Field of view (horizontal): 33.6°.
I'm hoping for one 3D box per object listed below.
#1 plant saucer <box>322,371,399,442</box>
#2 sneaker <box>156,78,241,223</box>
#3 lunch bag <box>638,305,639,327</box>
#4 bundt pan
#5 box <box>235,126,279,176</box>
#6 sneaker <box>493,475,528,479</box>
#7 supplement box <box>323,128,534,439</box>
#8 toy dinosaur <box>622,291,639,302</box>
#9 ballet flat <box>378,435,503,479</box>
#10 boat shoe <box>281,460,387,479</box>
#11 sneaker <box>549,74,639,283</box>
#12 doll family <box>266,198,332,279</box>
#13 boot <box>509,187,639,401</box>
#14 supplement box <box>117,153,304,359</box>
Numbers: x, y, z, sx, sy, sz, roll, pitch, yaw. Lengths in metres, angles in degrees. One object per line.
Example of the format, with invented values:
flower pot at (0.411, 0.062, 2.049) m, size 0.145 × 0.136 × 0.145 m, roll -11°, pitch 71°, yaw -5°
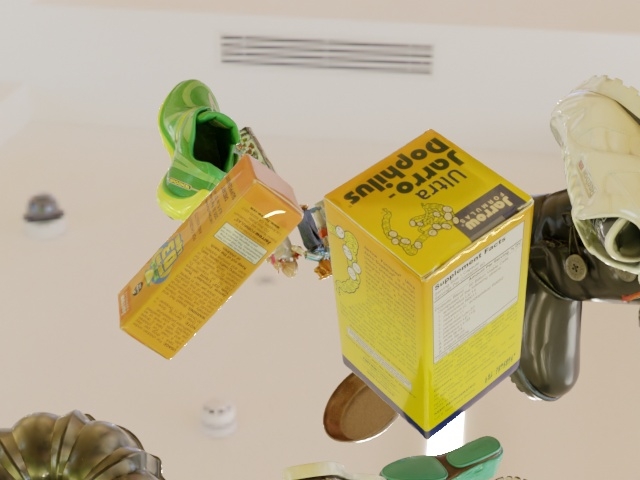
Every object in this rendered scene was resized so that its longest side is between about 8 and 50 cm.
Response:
plant saucer at (0.094, 0.314, 2.030) m, size 0.199 × 0.036 × 0.198 m, roll -30°, pitch -151°, yaw 18°
sneaker at (-0.156, -0.136, 1.466) m, size 0.109 × 0.123 × 0.295 m, roll 30°, pitch -150°, yaw -29°
lunch bag at (0.737, 0.122, 1.962) m, size 0.235 × 0.287 × 0.169 m, roll 4°, pitch -114°, yaw 3°
bundt pan at (-0.357, 0.371, 1.405) m, size 0.331 × 0.124 × 0.330 m, roll 1°, pitch -116°, yaw -2°
box at (-0.126, -0.110, 1.791) m, size 0.094 × 0.137 × 0.027 m, roll -33°, pitch 172°, yaw 18°
sneaker at (0.366, 0.509, 1.704) m, size 0.147 × 0.130 × 0.330 m, roll -42°, pitch -137°, yaw -9°
supplement box at (0.148, 0.065, 1.450) m, size 0.194 × 0.356 × 0.195 m, roll -33°, pitch -128°, yaw -23°
toy dinosaur at (0.431, 0.060, 1.371) m, size 0.082 × 0.090 × 0.047 m, roll 3°, pitch -169°, yaw -19°
ballet flat at (0.219, 0.424, 1.898) m, size 0.247 × 0.087 × 0.083 m, roll -12°, pitch -151°, yaw -22°
boat shoe at (0.032, 0.418, 1.684) m, size 0.117 × 0.324 × 0.096 m, roll -15°, pitch -112°, yaw 16°
sneaker at (0.208, -0.041, 0.740) m, size 0.095 × 0.090 × 0.235 m, roll -38°, pitch -152°, yaw 4°
doll family at (0.000, 0.000, 2.259) m, size 0.118 × 0.163 × 0.263 m, roll -27°, pitch 172°, yaw 38°
boot at (0.457, 0.080, 1.579) m, size 0.445 × 0.367 × 0.146 m, roll -8°, pitch -160°, yaw 46°
supplement box at (-0.126, 0.020, 1.178) m, size 0.080 × 0.233 × 0.078 m, roll 35°, pitch -165°, yaw -27°
